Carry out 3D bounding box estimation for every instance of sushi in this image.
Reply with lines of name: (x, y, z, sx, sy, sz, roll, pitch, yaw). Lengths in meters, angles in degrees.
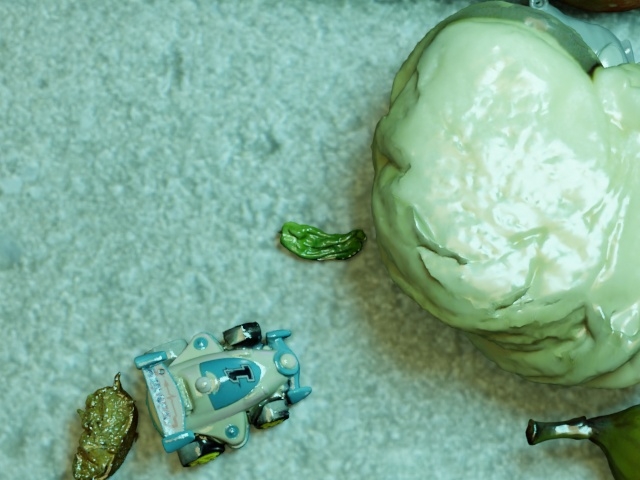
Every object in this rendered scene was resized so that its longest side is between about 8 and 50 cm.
sushi: (-0.213, 0.189, 1.893, 0.062, 0.060, 0.118, 0, 78, 9)

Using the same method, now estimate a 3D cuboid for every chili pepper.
chili pepper: (0.000, 0.001, 1.931, 0.091, 0.030, 0.034, 7, 54, 3)

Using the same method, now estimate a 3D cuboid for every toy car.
toy car: (-0.096, 0.144, 1.873, 0.161, 0.098, 0.126, -19, 80, 2)

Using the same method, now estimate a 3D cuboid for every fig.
fig: (0.329, 0.211, 1.805, 0.274, 0.145, 0.170, 15, 65, 8)

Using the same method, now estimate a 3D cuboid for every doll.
doll: (0.279, -0.154, 1.921, 0.102, 0.075, 0.227, -32, 90, 7)

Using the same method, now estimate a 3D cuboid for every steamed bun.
steamed bun: (0.219, -0.034, 1.817, 0.372, 0.230, 0.324, 23, 82, 9)

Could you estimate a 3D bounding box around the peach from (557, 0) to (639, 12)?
peach: (0.264, -0.331, 1.879, 0.257, 0.232, 0.232, -32, 78, -4)
